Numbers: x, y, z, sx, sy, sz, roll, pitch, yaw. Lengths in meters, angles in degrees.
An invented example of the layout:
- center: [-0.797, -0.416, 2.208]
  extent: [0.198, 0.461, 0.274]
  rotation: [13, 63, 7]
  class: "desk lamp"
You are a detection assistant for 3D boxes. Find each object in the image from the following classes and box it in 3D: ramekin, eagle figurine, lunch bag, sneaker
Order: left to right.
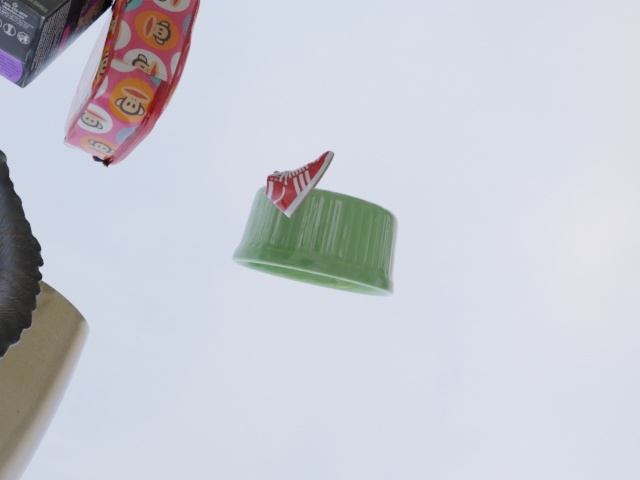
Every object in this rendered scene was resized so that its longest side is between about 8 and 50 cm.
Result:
- center: [-0.410, -0.039, 0.815]
  extent: [0.225, 0.298, 0.226]
  rotation: [-21, -135, -18]
  class: "eagle figurine"
- center: [-0.294, -0.265, 1.291]
  extent: [0.120, 0.258, 0.293]
  rotation: [25, -120, -24]
  class: "lunch bag"
- center: [-0.035, -0.096, 1.241]
  extent: [0.067, 0.118, 0.042]
  rotation: [38, -163, 1]
  class: "sneaker"
- center: [0.000, 0.000, 1.575]
  extent: [0.303, 0.303, 0.148]
  rotation: [14, -97, -17]
  class: "ramekin"

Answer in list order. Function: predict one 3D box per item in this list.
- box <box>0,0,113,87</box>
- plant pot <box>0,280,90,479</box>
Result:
- center: [-0.410, -0.374, 1.228]
  extent: [0.165, 0.143, 0.270]
  rotation: [32, -136, -7]
  class: "box"
- center: [-0.440, 0.181, 1.113]
  extent: [0.256, 0.256, 0.274]
  rotation: [39, -118, -5]
  class: "plant pot"
